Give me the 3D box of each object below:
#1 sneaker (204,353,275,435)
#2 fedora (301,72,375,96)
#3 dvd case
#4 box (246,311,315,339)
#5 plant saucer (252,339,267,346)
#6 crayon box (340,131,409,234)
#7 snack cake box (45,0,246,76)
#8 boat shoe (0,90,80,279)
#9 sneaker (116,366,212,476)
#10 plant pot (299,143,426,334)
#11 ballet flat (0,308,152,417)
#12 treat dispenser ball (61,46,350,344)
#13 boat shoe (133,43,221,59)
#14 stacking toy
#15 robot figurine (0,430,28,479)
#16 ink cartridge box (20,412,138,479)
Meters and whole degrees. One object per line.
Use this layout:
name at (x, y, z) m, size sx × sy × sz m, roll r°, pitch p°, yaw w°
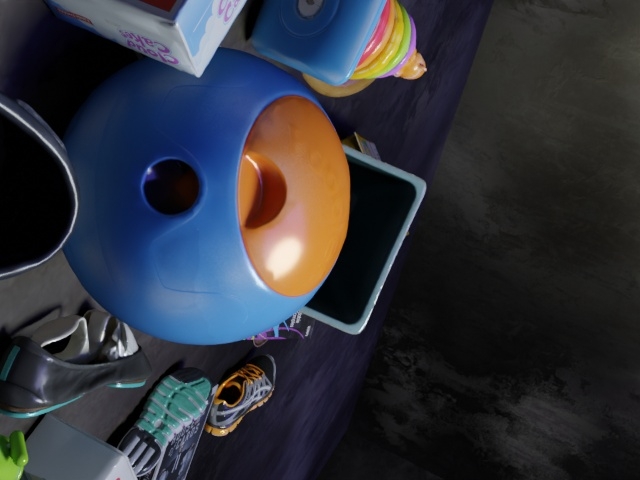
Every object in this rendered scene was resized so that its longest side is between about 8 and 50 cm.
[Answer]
sneaker at (-0.151, 0.288, 1.745) m, size 0.215 × 0.084 × 0.083 m, roll -49°, pitch 154°, yaw -47°
fedora at (0.026, -0.309, 1.306) m, size 0.194 × 0.079 × 0.194 m, roll -20°, pitch 124°, yaw -33°
dvd case at (-0.264, 0.379, 1.586) m, size 0.239 × 0.029 × 0.179 m, roll -69°, pitch 166°, yaw 18°
box at (-0.084, 0.127, 1.587) m, size 0.029 × 0.162 × 0.116 m, roll -114°, pitch -150°, yaw -48°
plant saucer at (-0.095, 0.111, 1.738) m, size 0.198 × 0.036 × 0.198 m, roll -58°, pitch 164°, yaw -27°
crayon box at (0.083, -0.086, 1.654) m, size 0.083 × 0.203 × 0.323 m, roll -21°, pitch 179°, yaw 9°
snack cake box at (-0.108, -0.287, 0.745) m, size 0.264 × 0.152 × 0.089 m, roll -61°, pitch 166°, yaw -14°
boat shoe at (-0.288, -0.061, 0.467) m, size 0.187 × 0.156 × 0.500 m, roll -63°, pitch 165°, yaw 0°
sneaker at (-0.259, 0.289, 1.399) m, size 0.098 × 0.083 × 0.224 m, roll -46°, pitch -179°, yaw 43°
plant pot at (-0.015, -0.032, 1.391) m, size 0.252 × 0.247 × 0.248 m, roll -127°, pitch -120°, yaw -83°
ballet flat at (-0.266, 0.133, 1.024) m, size 0.280 × 0.095 × 0.096 m, roll -2°, pitch 104°, yaw -75°
treat dispenser ball at (-0.113, -0.043, 0.867) m, size 0.288 × 0.288 × 0.288 m, roll -58°, pitch 165°, yaw -26°
boat shoe at (-0.144, -0.211, 0.909) m, size 0.084 × 0.079 × 0.233 m, roll -67°, pitch 168°, yaw -1°
stacking toy at (0.068, -0.277, 1.213) m, size 0.302 × 0.175 × 0.166 m, roll 12°, pitch 106°, yaw -56°
robot figurine at (-0.351, 0.232, 0.917) m, size 0.101 × 0.067 × 0.115 m, roll -37°, pitch 165°, yaw -1°
ink cartridge box at (-0.350, 0.387, 1.075) m, size 0.289 × 0.121 × 0.211 m, roll -56°, pitch 163°, yaw -32°
